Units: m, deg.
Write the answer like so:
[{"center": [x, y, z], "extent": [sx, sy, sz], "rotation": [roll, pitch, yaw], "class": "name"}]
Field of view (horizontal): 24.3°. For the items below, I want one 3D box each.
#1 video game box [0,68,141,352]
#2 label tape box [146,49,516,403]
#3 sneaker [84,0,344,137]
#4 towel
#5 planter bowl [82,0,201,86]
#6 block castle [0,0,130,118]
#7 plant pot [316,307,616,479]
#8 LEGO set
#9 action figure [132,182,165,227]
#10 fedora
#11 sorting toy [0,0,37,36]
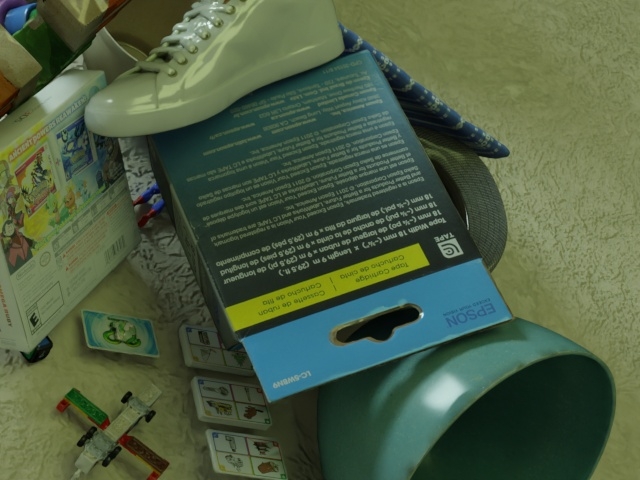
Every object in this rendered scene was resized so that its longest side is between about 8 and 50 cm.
[{"center": [-0.246, -0.031, 1.351], "extent": [0.048, 0.187, 0.205], "rotation": [8, 32, 23], "class": "video game box"}, {"center": [0.000, 0.000, 1.399], "extent": [0.241, 0.106, 0.333], "rotation": [-18, 60, -13], "class": "label tape box"}, {"center": [-0.108, -0.190, 1.387], "extent": [0.290, 0.106, 0.123], "rotation": [-30, 121, -34], "class": "sneaker"}, {"center": [0.036, -0.203, 1.634], "extent": [0.336, 0.243, 0.040], "rotation": [34, 87, -23], "class": "towel"}, {"center": [-0.186, -0.204, 1.569], "extent": [0.162, 0.109, 0.162], "rotation": [19, 49, -23], "class": "planter bowl"}, {"center": [-0.339, -0.263, 1.334], "extent": [0.453, 0.213, 0.303], "rotation": [-44, 96, -14], "class": "block castle"}, {"center": [0.109, 0.174, 1.415], "extent": [0.290, 0.290, 0.195], "rotation": [-9, 37, -40], "class": "plant pot"}, {"center": [-0.163, 0.152, 1.387], "extent": [0.244, 0.060, 0.182], "rotation": [12, 40, -31], "class": "LEGO set"}, {"center": [-0.156, -0.054, 1.541], "extent": [0.038, 0.030, 0.115], "rotation": [42, 42, 5], "class": "action figure"}, {"center": [0.046, -0.004, 1.568], "extent": [0.275, 0.124, 0.243], "rotation": [-8, 59, -21], "class": "fedora"}, {"center": [-0.247, -0.343, 1.567], "extent": [0.127, 0.126, 0.365], "rotation": [46, 47, -41], "class": "sorting toy"}]
